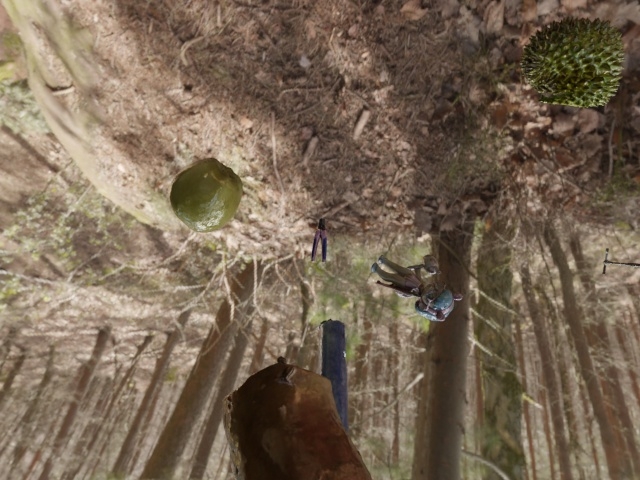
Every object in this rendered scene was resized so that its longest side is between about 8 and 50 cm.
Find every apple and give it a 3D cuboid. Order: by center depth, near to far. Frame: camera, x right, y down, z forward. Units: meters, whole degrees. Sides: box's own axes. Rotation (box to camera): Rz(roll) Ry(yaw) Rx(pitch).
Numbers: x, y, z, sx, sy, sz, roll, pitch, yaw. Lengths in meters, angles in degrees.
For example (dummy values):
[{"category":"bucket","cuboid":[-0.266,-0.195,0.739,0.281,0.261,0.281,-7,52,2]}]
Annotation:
[{"category":"apple","cuboid":[-0.304,-0.119,1.249,0.200,0.199,0.200,10,140,8]}]

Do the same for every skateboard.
[{"category":"skateboard","cuboid":[0.372,0.022,0.547,0.084,0.064,0.032,5,113,21]}]

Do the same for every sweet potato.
[{"category":"sweet potato","cuboid":[0.000,0.277,0.425,0.131,0.336,0.131,-15,147,-10]}]

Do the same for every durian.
[{"category":"durian","cuboid":[0.538,-0.386,1.021,0.200,0.236,0.176,-4,123,30]}]

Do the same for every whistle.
[{"category":"whistle","cuboid":[0.022,0.291,0.909,0.062,0.304,0.062,0,135,0]}]

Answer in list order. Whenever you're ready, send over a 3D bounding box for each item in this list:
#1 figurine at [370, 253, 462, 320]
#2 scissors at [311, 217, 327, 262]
[{"category":"figurine","cuboid":[0.274,0.121,1.353,0.260,0.205,0.102,31,138,26]},{"category":"scissors","cuboid":[0.000,0.000,1.188,0.039,0.113,0.012,5,174,14]}]
